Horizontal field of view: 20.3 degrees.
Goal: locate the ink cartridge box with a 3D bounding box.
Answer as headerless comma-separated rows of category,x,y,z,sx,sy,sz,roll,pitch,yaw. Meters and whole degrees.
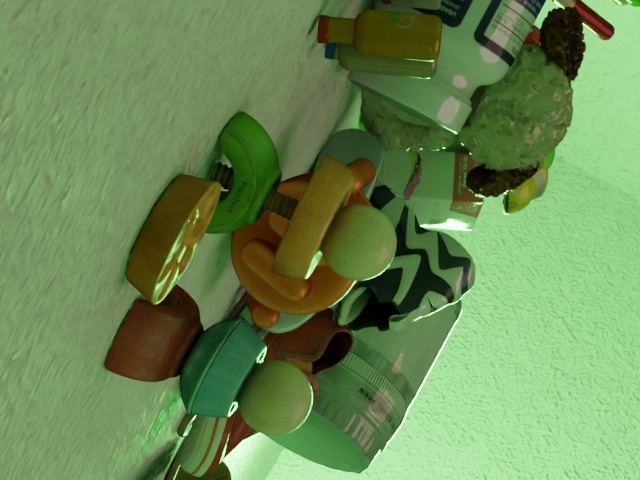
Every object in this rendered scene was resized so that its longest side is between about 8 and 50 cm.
ink cartridge box,0.097,-0.067,2.194,0.115,0.198,0.067,100,-6,-72

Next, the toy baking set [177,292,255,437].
toy baking set,-0.097,0.126,2.027,0.196,0.030,0.256,-59,174,-29

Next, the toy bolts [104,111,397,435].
toy bolts,-0.055,0.049,1.369,0.228,0.158,0.218,-64,174,22

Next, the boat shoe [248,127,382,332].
boat shoe,0.000,0.000,1.974,0.258,0.095,0.084,-58,169,-22

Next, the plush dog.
plush dog,0.165,-0.170,1.919,0.262,0.225,0.210,-67,173,20

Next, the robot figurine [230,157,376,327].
robot figurine,-0.014,0.002,1.704,0.219,0.128,0.158,-33,123,-77

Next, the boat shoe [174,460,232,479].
boat shoe,-0.183,0.398,2.201,0.096,0.098,0.277,127,-12,-73

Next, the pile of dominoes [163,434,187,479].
pile of dominoes,-0.213,0.321,2.014,0.196,0.040,0.251,-64,-177,11

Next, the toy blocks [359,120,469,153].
toy blocks,0.175,-0.221,2.257,0.381,0.191,0.260,100,7,-73

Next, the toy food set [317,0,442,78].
toy food set,0.057,-0.217,1.609,0.232,0.105,0.111,-82,177,-47

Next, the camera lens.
camera lens,0.036,0.126,2.271,0.274,0.219,0.219,-59,174,-23

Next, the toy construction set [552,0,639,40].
toy construction set,0.331,-0.436,2.217,0.257,0.237,0.308,-3,-112,45

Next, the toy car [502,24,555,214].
toy car,0.265,-0.131,2.225,0.225,0.053,0.239,53,43,-75

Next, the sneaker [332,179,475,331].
sneaker,0.044,0.023,2.038,0.153,0.235,0.094,-38,151,-25

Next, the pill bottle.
pill bottle,0.142,-0.247,1.768,0.264,0.153,0.153,-62,175,1

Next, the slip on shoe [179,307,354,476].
slip on shoe,-0.054,0.157,1.954,0.123,0.101,0.331,-62,171,32
